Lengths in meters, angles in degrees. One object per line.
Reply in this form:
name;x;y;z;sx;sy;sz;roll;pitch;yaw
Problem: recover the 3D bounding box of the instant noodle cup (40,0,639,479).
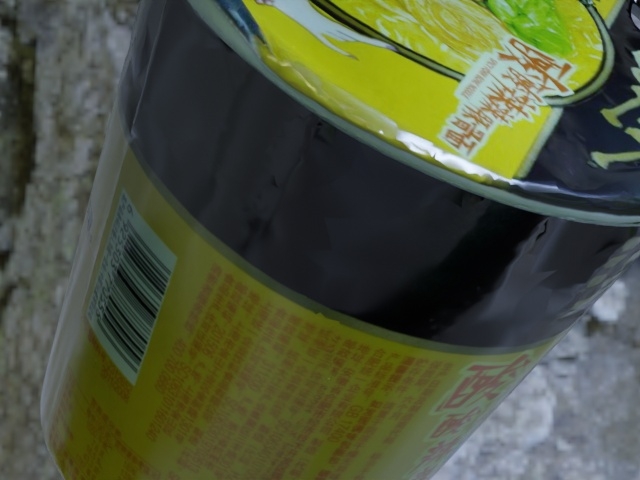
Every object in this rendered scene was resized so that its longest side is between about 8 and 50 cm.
instant noodle cup;0.000;0.000;0.507;0.216;0.215;0.236;8;-51;-29
